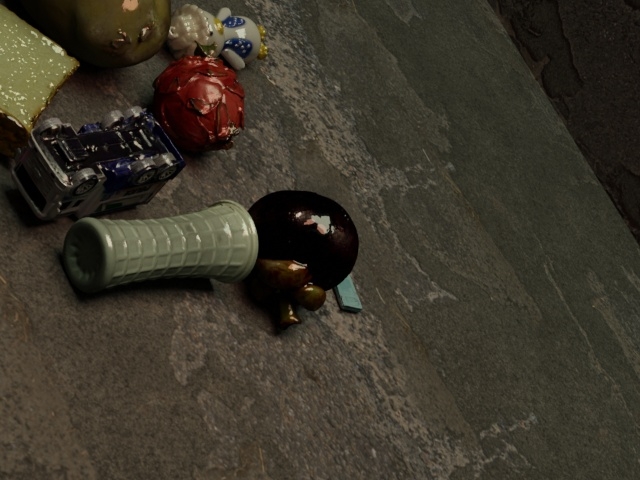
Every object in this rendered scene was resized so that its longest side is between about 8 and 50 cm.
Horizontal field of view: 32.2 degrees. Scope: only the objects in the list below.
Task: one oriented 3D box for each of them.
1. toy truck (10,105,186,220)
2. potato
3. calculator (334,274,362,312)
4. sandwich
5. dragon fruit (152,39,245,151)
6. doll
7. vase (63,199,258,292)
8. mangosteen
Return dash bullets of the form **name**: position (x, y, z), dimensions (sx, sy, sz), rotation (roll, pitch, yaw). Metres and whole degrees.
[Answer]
- **toy truck**: position (-0.353, -0.108, 1.724), dimensions (0.124, 0.155, 0.268), rotation (55, 35, 12)
- **potato**: position (-0.399, -0.444, 1.974), dimensions (0.326, 0.221, 0.243), rotation (41, 21, 13)
- **calculator**: position (0.036, 0.065, 2.131), dimensions (0.057, 0.018, 0.172), rotation (16, 43, -43)
- **sandwich**: position (-0.521, -0.265, 1.752), dimensions (0.226, 0.087, 0.251), rotation (37, 33, -18)
- **dragon fruit**: position (-0.223, -0.253, 2.031), dimensions (0.172, 0.172, 0.209), rotation (13, 54, -43)
- **doll**: position (-0.211, -0.417, 2.274), dimensions (0.293, 0.119, 0.138), rotation (-6, 82, -53)
- **vase**: position (-0.251, 0.012, 1.733), dimensions (0.299, 0.143, 0.143), rotation (-5, 58, -49)
- **mangosteen**: position (-0.045, 0.035, 1.920), dimensions (0.211, 0.211, 0.250), rotation (24, 70, -34)
